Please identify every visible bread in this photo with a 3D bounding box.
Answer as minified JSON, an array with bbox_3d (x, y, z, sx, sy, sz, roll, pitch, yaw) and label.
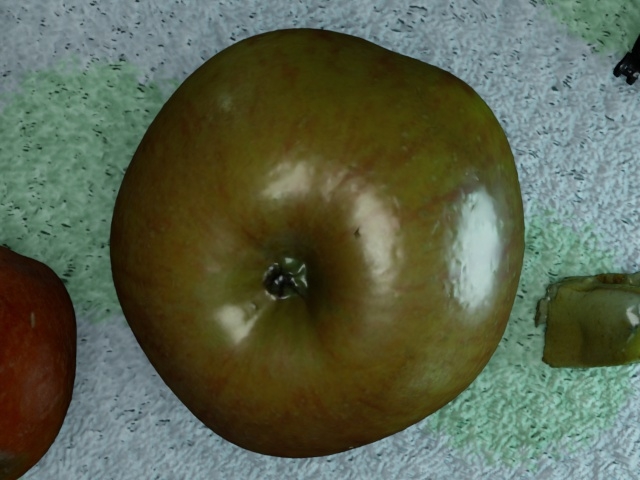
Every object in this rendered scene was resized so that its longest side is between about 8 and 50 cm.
[{"bbox_3d":[0.300,0.084,1.962,0.156,0.110,0.103,-13,98,-4],"label":"bread"}]

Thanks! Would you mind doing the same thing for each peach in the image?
[{"bbox_3d":[-0.342,0.132,1.845,0.232,0.232,0.257,15,72,-6],"label":"peach"}]

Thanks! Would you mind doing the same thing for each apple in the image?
[{"bbox_3d":[0.000,0.000,1.809,0.400,0.333,0.400,0,91,0],"label":"apple"}]

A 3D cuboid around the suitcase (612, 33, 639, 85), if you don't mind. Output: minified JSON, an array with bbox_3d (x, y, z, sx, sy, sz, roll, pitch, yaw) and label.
[{"bbox_3d":[0.480,-0.251,1.946,0.229,0.152,0.335,32,88,-6],"label":"suitcase"}]
